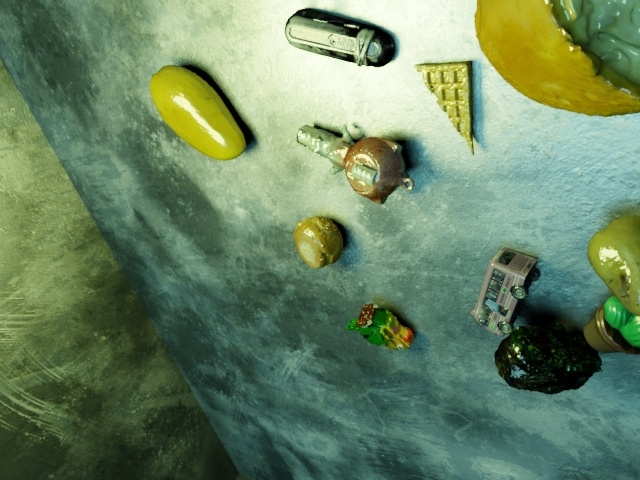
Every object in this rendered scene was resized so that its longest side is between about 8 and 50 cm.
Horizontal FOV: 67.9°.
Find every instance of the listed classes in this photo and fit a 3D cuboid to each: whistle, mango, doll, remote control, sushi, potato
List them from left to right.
[{"bbox_3d":[-0.359,-0.359,1.378,0.332,0.142,0.195,52,144,-8],"label":"mango"},{"bbox_3d":[0.032,-0.437,1.037,0.266,0.066,0.090,26,138,24],"label":"remote control"},{"bbox_3d":[0.080,-0.198,1.144,0.346,0.133,0.142,31,146,30],"label":"whistle"},{"bbox_3d":[0.185,0.267,1.420,0.186,0.106,0.134,26,142,0],"label":"doll"},{"bbox_3d":[0.516,0.266,1.075,0.225,0.124,0.127,8,131,-13],"label":"sushi"},{"bbox_3d":[0.588,0.052,0.861,0.137,0.154,0.200,-39,63,23],"label":"potato"}]

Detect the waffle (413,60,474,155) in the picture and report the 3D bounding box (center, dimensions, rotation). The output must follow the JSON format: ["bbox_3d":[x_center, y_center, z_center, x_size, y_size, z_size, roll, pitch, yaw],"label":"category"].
[{"bbox_3d":[0.261,-0.273,0.994,0.125,0.032,0.191,11,126,33],"label":"waffle"}]

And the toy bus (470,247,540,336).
[{"bbox_3d":[0.428,0.123,1.110,0.108,0.096,0.199,27,133,28],"label":"toy bus"}]

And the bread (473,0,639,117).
[{"bbox_3d":[0.383,-0.290,0.624,0.361,0.394,0.250,32,98,-8],"label":"bread"}]

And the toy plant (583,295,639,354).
[{"bbox_3d":[0.627,0.167,0.959,0.143,0.105,0.200,35,147,5],"label":"toy plant"}]

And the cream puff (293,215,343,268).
[{"bbox_3d":[0.000,0.000,1.366,0.150,0.115,0.165,43,149,16],"label":"cream puff"}]
